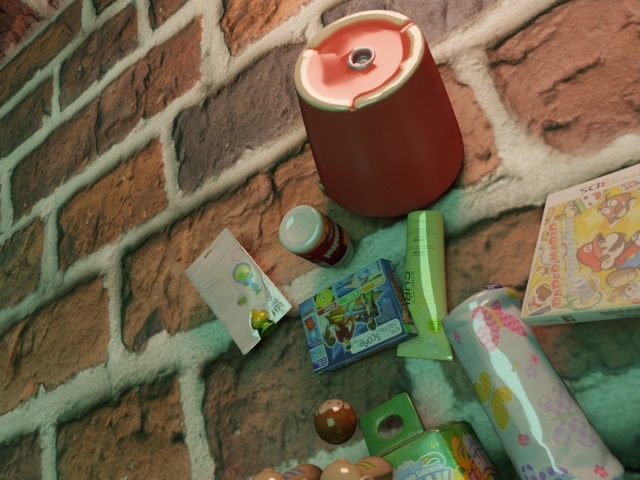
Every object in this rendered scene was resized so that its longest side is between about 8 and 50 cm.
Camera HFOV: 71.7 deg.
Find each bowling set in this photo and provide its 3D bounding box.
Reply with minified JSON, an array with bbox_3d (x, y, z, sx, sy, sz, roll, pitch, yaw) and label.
[{"bbox_3d":[-0.010,0.285,0.490,0.287,0.154,0.199,-24,62,21],"label":"bowling set"}]

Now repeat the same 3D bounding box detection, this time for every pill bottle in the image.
[{"bbox_3d":[0.000,0.000,0.796,0.086,0.152,0.086,-10,69,28],"label":"pill bottle"}]

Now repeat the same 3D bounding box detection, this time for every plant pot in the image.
[{"bbox_3d":[0.090,-0.210,0.730,0.275,0.243,0.274,-9,61,16],"label":"plant pot"}]

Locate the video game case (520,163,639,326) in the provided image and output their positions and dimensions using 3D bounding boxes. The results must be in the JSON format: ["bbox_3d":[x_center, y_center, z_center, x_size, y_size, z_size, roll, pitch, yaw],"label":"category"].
[{"bbox_3d":[0.365,-0.003,0.550,0.206,0.026,0.227,-25,32,55],"label":"video game case"}]

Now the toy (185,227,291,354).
[{"bbox_3d":[-0.167,0.103,0.921,0.137,0.056,0.237,-46,62,5],"label":"toy"}]

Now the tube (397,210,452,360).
[{"bbox_3d":[0.173,0.072,0.729,0.062,0.070,0.240,6,80,-14],"label":"tube"}]

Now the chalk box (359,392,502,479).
[{"bbox_3d":[0.141,0.352,0.577,0.180,0.179,0.289,-37,59,15],"label":"chalk box"}]

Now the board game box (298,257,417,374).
[{"bbox_3d":[0.055,0.135,0.764,0.201,0.035,0.136,-32,59,32],"label":"board game box"}]

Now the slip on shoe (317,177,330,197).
[{"bbox_3d":[0.063,-0.126,0.872,0.135,0.041,0.051,-26,31,3],"label":"slip on shoe"}]

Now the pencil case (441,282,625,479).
[{"bbox_3d":[0.272,0.197,0.593,0.113,0.124,0.273,-61,42,50],"label":"pencil case"}]
